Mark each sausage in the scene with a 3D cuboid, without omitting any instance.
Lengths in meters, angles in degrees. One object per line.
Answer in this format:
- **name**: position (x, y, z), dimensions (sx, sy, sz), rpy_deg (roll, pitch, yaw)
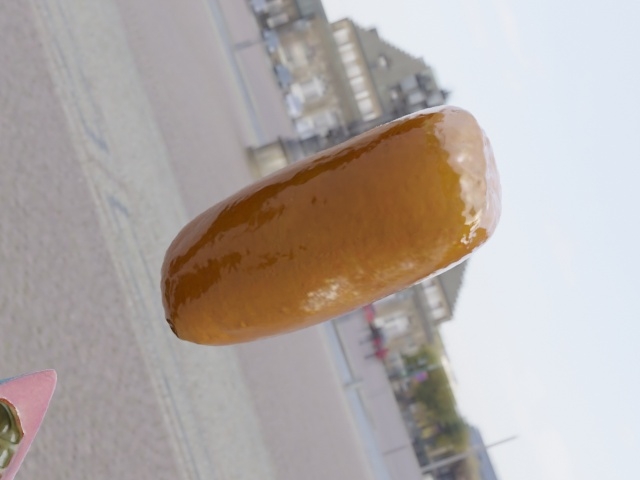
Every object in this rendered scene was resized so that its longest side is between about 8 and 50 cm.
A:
- **sausage**: position (0.000, 0.000, 0.723), dimensions (0.098, 0.238, 0.098), rpy_deg (35, 44, -42)

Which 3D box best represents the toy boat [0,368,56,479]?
- **toy boat**: position (-0.373, 0.245, 1.131), dimensions (0.392, 0.079, 0.136), rpy_deg (-57, 135, -48)
